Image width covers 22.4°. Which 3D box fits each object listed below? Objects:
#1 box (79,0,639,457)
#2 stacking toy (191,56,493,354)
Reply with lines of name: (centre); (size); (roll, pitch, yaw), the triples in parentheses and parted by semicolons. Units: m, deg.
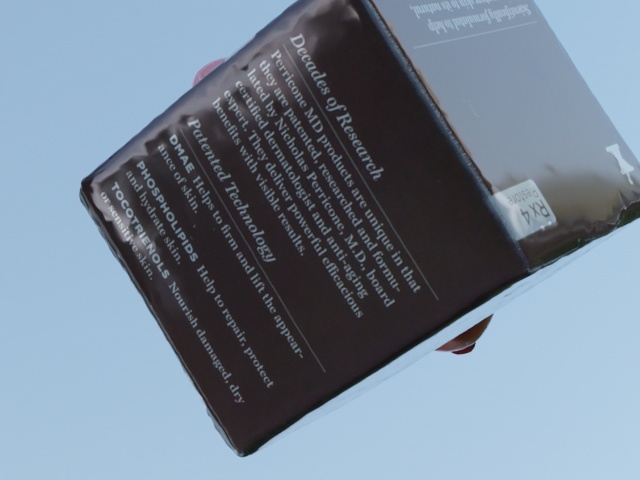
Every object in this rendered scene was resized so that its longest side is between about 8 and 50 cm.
box: (0.025, -0.023, 0.828); (0.203, 0.167, 0.168); (-36, -9, 32)
stacking toy: (0.000, 0.000, 1.261); (0.130, 0.309, 0.279); (-62, -11, 27)
